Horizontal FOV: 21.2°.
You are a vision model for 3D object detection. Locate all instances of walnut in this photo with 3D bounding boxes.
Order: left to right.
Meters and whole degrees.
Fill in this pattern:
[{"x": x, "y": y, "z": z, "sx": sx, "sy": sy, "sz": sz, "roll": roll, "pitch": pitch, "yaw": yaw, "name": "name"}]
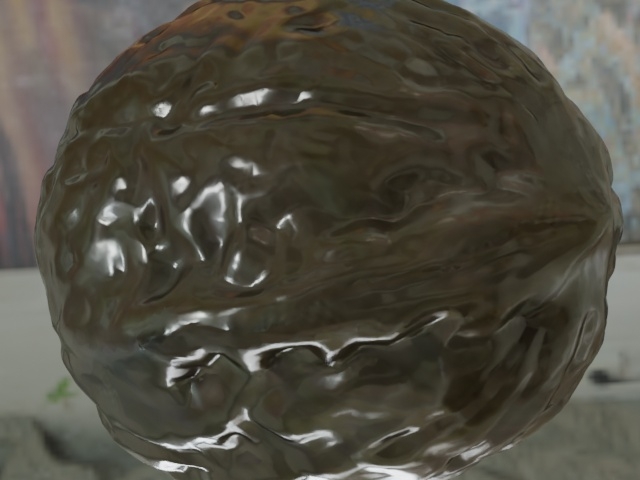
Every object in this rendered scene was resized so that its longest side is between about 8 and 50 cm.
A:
[{"x": 0.002, "y": 0.000, "z": 0.570, "sx": 0.178, "sy": 0.230, "sz": 0.178, "roll": 5, "pitch": -97, "yaw": -43, "name": "walnut"}]
